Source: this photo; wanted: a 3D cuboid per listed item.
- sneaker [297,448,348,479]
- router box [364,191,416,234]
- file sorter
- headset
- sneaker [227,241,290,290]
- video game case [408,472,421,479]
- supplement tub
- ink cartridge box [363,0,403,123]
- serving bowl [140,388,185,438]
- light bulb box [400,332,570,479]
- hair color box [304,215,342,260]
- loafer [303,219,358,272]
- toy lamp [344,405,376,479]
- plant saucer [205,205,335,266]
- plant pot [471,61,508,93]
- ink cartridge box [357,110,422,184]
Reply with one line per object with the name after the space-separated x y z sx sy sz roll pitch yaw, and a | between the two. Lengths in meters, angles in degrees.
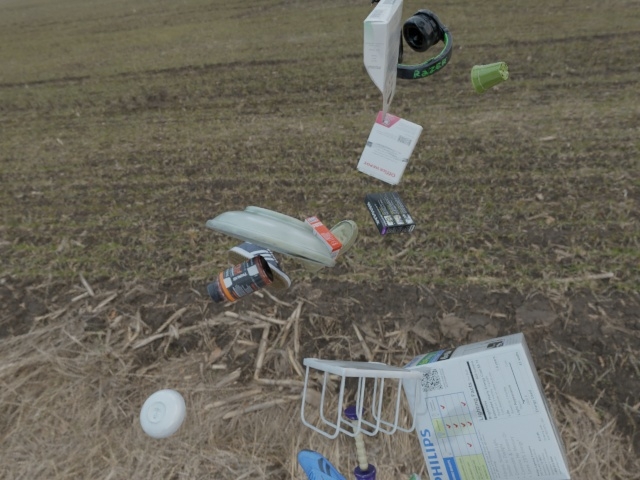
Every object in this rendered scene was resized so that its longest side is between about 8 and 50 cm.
0.006 0.663 1.136 0.209 0.069 0.082 31 29 29 | sneaker
0.256 -0.105 1.543 0.133 0.046 0.178 -5 50 -19 | router box
0.110 0.431 1.148 0.278 0.172 0.193 13 -12 -31 | file sorter
0.297 -0.731 1.452 0.244 0.185 0.394 -25 56 1 | headset
-0.196 0.073 1.554 0.282 0.099 0.153 26 41 23 | sneaker
0.155 0.621 0.847 0.023 0.212 0.193 34 6 -1 | video game case
-0.258 0.130 1.326 0.198 0.106 0.106 -26 36 4 | supplement tub
0.141 -0.411 0.949 0.056 0.224 0.181 12 46 13 | ink cartridge box
-0.288 0.310 0.745 0.084 0.027 0.083 -4 62 8 | serving bowl
0.476 0.500 1.236 0.361 0.357 0.225 -20 -12 24 | light bulb box
0.000 0.000 1.525 0.053 0.093 0.167 -20 55 -37 | hair color box
0.037 0.020 1.624 0.268 0.092 0.102 -45 66 2 | loafer
0.139 0.711 1.413 0.080 0.274 0.080 -8 0 0 | toy lamp
-0.136 -0.023 1.251 0.401 0.400 0.100 14 83 29 | plant saucer
0.490 -0.473 1.189 0.083 0.083 0.079 -37 21 -34 | plant pot
0.246 -0.327 1.474 0.159 0.217 0.092 25 19 9 | ink cartridge box
